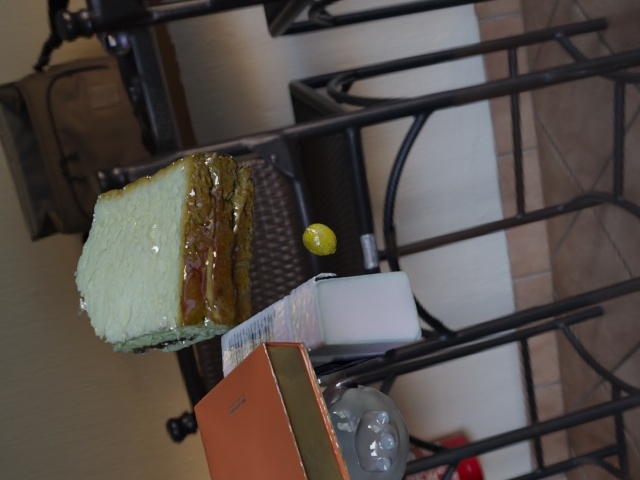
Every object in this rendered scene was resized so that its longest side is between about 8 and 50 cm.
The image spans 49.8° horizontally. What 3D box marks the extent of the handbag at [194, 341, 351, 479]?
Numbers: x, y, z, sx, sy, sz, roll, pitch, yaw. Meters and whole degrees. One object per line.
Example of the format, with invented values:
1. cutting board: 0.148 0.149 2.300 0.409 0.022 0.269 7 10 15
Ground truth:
1. handbag: -0.036 0.196 0.565 0.127 0.063 0.190 -45 53 36

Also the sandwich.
1. sandwich: -0.242 0.036 1.046 0.325 0.131 0.262 -18 66 39

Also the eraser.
1. eraser: -0.013 0.117 0.836 0.287 0.130 0.086 -36 60 57

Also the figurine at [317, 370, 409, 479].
1. figurine: 0.016 0.314 1.157 0.248 0.203 0.380 -59 24 10

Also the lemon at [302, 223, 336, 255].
1. lemon: 0.000 0.000 1.378 0.083 0.062 0.062 41 -171 -27
